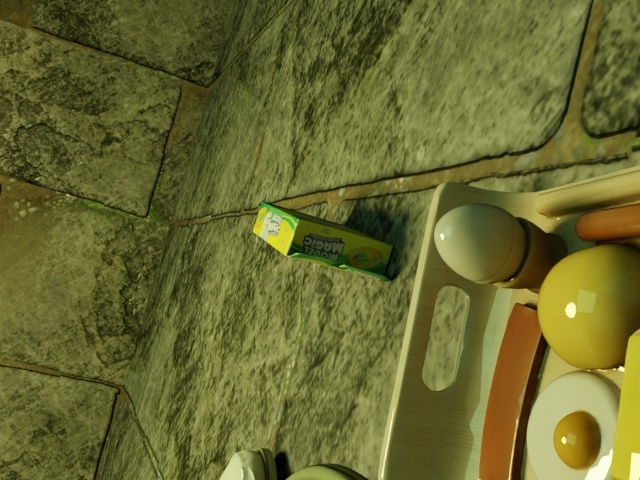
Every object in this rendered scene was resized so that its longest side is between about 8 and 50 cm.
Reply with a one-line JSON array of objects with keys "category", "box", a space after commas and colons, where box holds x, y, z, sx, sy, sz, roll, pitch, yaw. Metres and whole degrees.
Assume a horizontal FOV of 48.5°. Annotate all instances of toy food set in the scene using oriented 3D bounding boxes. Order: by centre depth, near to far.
[{"category": "toy food set", "box": [0.129, 0.049, 0.351, 0.306, 0.093, 0.219, 164, 121, -68]}]

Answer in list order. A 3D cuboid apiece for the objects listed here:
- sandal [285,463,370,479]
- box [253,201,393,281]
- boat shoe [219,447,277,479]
[{"category": "sandal", "box": [0.013, 0.227, 0.486, 0.303, 0.086, 0.120, -24, 75, 63]}, {"category": "box", "box": [0.000, 0.000, 0.732, 0.179, 0.105, 0.043, -147, 73, -70]}, {"category": "boat shoe", "box": [-0.134, 0.372, 0.797, 0.113, 0.103, 0.302, -144, 72, -70]}]
